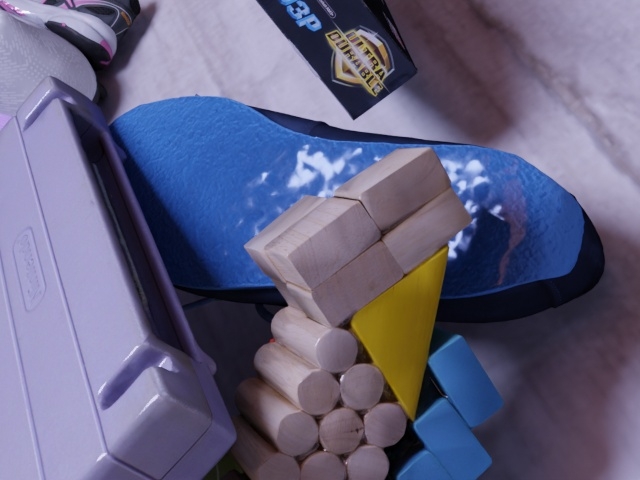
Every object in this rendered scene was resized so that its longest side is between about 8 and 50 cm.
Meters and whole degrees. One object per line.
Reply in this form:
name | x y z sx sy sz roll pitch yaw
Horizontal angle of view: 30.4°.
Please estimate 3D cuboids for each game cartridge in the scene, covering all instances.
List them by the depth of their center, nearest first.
game cartridge | -0.175 0.070 0.641 0.230 0.068 0.355 -51 33 12

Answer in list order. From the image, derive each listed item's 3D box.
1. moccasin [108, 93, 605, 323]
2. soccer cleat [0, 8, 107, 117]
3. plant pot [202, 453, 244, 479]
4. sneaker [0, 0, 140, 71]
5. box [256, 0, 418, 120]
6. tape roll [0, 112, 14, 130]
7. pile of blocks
moccasin | 0.000 0.000 0.698 0.342 0.117 0.137 16 84 36
soccer cleat | -0.322 -0.161 1.011 0.331 0.143 0.116 12 69 41
plant pot | -0.100 0.142 0.695 0.083 0.079 0.083 -18 52 25
sneaker | -0.219 -0.202 1.029 0.178 0.072 0.077 26 67 35
box | -0.021 -0.187 0.737 0.051 0.175 0.220 -36 21 12
tape roll | -0.280 0.041 0.886 0.275 0.090 0.274 -19 51 25
pile of blocks | 0.002 0.134 0.578 0.113 0.149 0.362 -165 92 -73
